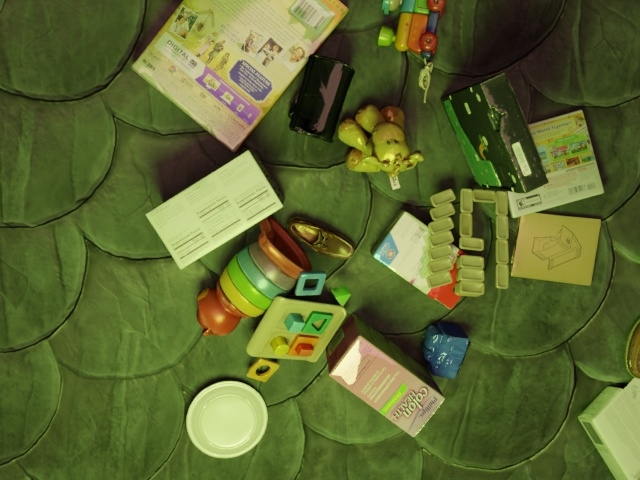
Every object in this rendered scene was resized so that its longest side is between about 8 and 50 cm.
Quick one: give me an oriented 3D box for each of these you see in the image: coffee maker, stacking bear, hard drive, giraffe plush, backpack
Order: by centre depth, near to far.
[{"bbox_3d":[0.366,-0.225,1.451,0.064,0.339,0.237,-24,97,-1],"label":"hard drive"},{"bbox_3d":[0.007,-0.317,1.511,0.120,0.171,0.178,14,99,-14],"label":"coffee maker"},{"bbox_3d":[0.145,-0.209,1.530,0.181,0.170,0.210,-32,97,2],"label":"giraffe plush"},{"bbox_3d":[-0.176,0.108,1.575,0.289,0.175,0.164,-42,109,13],"label":"stacking bear"},{"bbox_3d":[0.296,0.269,1.636,0.101,0.098,0.120,10,106,-4],"label":"backpack"}]

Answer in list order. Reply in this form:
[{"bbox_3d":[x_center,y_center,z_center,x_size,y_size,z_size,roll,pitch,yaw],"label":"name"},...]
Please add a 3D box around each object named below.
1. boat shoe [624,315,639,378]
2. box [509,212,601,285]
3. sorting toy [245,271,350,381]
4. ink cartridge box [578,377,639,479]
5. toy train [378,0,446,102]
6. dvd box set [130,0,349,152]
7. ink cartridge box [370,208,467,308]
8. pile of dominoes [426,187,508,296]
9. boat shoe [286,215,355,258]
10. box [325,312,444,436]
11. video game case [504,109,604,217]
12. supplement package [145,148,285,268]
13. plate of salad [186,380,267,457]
[{"bbox_3d":[0.848,0.204,1.629,0.110,0.104,0.307,29,92,-5],"label":"boat shoe"},{"bbox_3d":[0.574,0.017,1.648,0.201,0.021,0.165,7,97,-2],"label":"box"},{"bbox_3d":[-0.053,0.222,1.581,0.195,0.047,0.348,14,120,-32],"label":"sorting toy"},{"bbox_3d":[0.806,0.482,1.699,0.238,0.060,0.275,-36,97,-22],"label":"ink cartridge box"},{"bbox_3d":[0.195,-0.452,1.540,0.143,0.105,0.248,12,97,7],"label":"toy train"},{"bbox_3d":[-0.183,-0.459,1.543,0.307,0.062,0.420,38,95,-6],"label":"dvd box set"},{"bbox_3d":[0.251,0.045,1.612,0.231,0.078,0.134,35,94,-6],"label":"ink cartridge box"},{"bbox_3d":[0.340,0.002,1.572,0.195,0.040,0.251,5,77,-8],"label":"pile of dominoes"},{"bbox_3d":[0.000,-0.001,1.608,0.177,0.060,0.064,26,96,-5],"label":"boat shoe"},{"bbox_3d":[0.142,0.307,1.576,0.243,0.213,0.117,36,95,-6],"label":"box"},{"bbox_3d":[0.540,-0.182,1.609,0.226,0.026,0.207,-16,92,1],"label":"video game case"},{"bbox_3d":[-0.228,-0.078,1.519,0.261,0.204,0.145,-31,98,3],"label":"supplement package"},{"bbox_3d":[-0.231,0.441,1.667,0.199,0.048,0.200,-2,99,-12],"label":"plate of salad"}]
